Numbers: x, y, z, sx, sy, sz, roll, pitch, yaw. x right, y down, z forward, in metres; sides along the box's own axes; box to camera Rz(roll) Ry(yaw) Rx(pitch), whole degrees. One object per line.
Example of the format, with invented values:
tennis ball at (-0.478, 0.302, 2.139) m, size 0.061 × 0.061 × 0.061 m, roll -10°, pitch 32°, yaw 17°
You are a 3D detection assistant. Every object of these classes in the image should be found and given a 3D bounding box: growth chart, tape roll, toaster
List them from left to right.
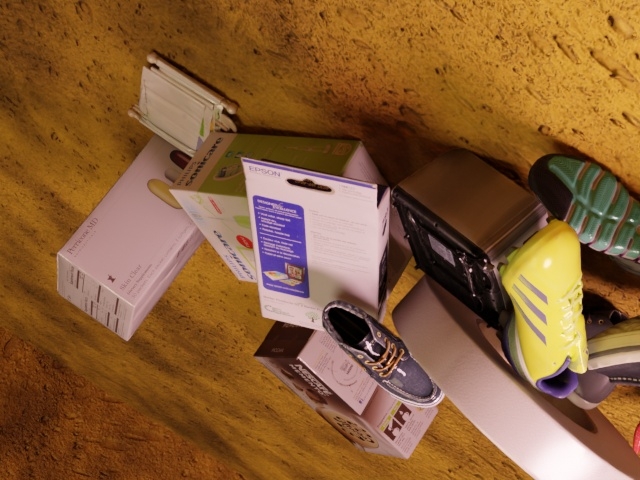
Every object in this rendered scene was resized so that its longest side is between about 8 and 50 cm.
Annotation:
growth chart at (-0.202, -0.185, 1.630) m, size 0.172 × 0.021 × 0.237 m, roll 36°, pitch 157°, yaw -2°
toaster at (0.187, 0.003, 1.312) m, size 0.185 × 0.110 × 0.168 m, roll 41°, pitch 165°, yaw 39°
tape roll at (0.254, 0.193, 1.422) m, size 0.392 × 0.072 × 0.392 m, roll 39°, pitch -170°, yaw -8°

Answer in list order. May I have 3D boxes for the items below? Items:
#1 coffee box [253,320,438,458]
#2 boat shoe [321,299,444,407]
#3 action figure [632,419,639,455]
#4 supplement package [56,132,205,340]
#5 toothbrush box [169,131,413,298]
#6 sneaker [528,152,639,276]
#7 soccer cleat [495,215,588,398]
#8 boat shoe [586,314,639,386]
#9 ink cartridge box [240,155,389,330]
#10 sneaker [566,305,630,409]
coffee box at (0.046, 0.254, 2.006) m, size 0.297 × 0.119 × 0.168 m, roll 45°, pitch 156°, yaw -21°
boat shoe at (0.073, 0.140, 1.352) m, size 0.183 × 0.065 × 0.083 m, roll 37°, pitch 178°, yaw 8°
action figure at (0.480, 0.310, 1.518) m, size 0.091 × 0.139 × 0.280 m, roll 11°, pitch 145°, yaw 41°
supplement package at (-0.284, -0.005, 1.776) m, size 0.145 × 0.262 × 0.204 m, roll 34°, pitch 156°, yaw 1°
toothbrush box at (-0.035, -0.035, 1.546) m, size 0.283 × 0.122 × 0.206 m, roll 9°, pitch 146°, yaw 40°
sneaker at (0.313, -0.007, 1.204) m, size 0.223 × 0.083 × 0.098 m, roll 33°, pitch 162°, yaw 3°
soccer cleat at (0.252, 0.077, 1.185) m, size 0.121 × 0.093 × 0.289 m, roll 51°, pitch 166°, yaw 28°
boat shoe at (0.469, 0.133, 1.102) m, size 0.500 × 0.186 × 0.156 m, roll -6°, pitch 98°, yaw 52°
ink cartridge box at (0.000, 0.000, 1.368) m, size 0.165 × 0.065 × 0.333 m, roll 14°, pitch 146°, yaw 11°
sneaker at (0.312, 0.097, 1.427) m, size 0.222 × 0.083 × 0.118 m, roll 48°, pitch 124°, yaw 16°
